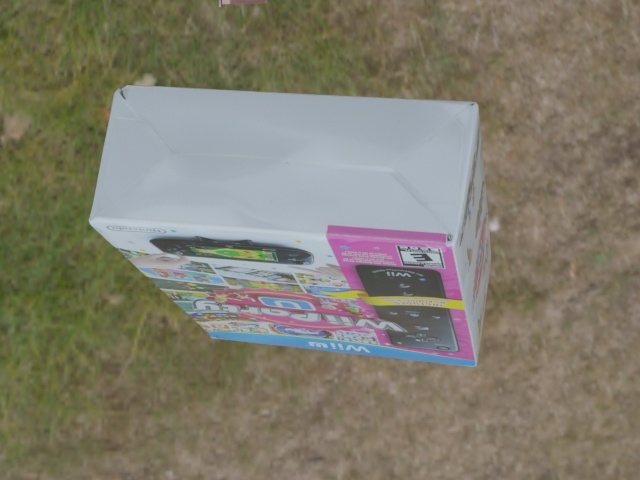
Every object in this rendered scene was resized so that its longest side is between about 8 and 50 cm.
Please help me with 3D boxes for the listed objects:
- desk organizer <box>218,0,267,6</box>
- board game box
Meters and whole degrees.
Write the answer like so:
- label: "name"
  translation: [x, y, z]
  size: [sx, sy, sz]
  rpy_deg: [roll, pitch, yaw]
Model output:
- label: "desk organizer"
  translation: [-0.084, -0.297, 1.332]
  size: [0.050, 0.130, 0.047]
  rpy_deg: [-2, 130, -4]
- label: "board game box"
  translation: [0.000, 0.000, 0.882]
  size: [0.224, 0.098, 0.303]
  rpy_deg: [5, 164, 11]
